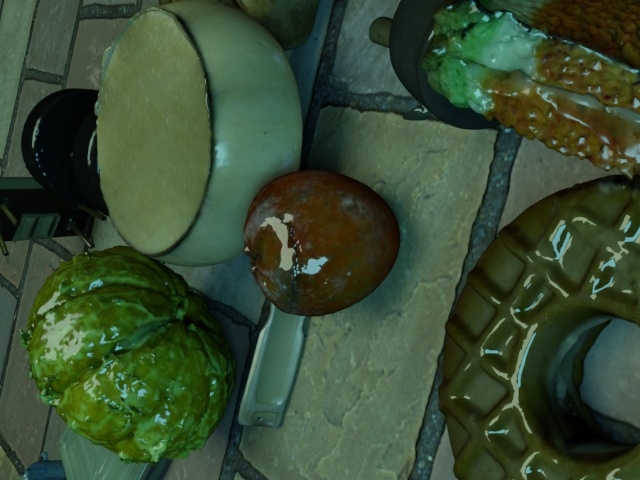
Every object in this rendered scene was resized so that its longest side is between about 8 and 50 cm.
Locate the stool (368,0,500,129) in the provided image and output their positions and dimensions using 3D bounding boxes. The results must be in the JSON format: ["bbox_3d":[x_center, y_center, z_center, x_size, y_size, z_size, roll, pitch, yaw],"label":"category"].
[{"bbox_3d":[0.158,-0.209,0.772,0.228,0.153,0.139,-28,44,-5],"label":"stool"}]

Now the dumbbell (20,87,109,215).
[{"bbox_3d":[-0.342,-0.144,1.331,0.322,0.204,0.203,16,95,52],"label":"dumbbell"}]

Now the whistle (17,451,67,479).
[{"bbox_3d":[-0.480,0.509,1.464,0.180,0.093,0.269,-43,57,38],"label":"whistle"}]

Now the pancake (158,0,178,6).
[{"bbox_3d":[-0.192,-0.468,1.334,0.250,0.031,0.250,-11,75,44],"label":"pancake"}]

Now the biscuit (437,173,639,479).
[{"bbox_3d":[0.226,0.108,0.628,0.332,0.103,0.332,-15,70,51],"label":"biscuit"}]

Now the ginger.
[{"bbox_3d":[-0.117,-0.371,1.114,0.304,0.155,0.244,-3,119,44],"label":"ginger"}]

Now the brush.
[{"bbox_3d":[-0.043,0.078,1.018,0.050,0.060,0.321,27,103,64],"label":"brush"}]

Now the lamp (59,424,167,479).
[{"bbox_3d":[-0.351,0.348,1.359,0.266,0.047,0.269,-60,42,22],"label":"lamp"}]

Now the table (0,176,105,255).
[{"bbox_3d":[-0.522,-0.041,1.526,0.111,0.240,0.121,42,118,26],"label":"table"}]

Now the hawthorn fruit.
[{"bbox_3d":[0.000,0.000,0.901,0.173,0.173,0.172,-15,70,50],"label":"hawthorn fruit"}]

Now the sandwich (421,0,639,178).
[{"bbox_3d":[0.216,-0.144,0.616,0.212,0.292,0.109,37,139,8],"label":"sandwich"}]

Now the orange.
[{"bbox_3d":[-0.249,0.159,1.082,0.223,0.300,0.301,-40,84,16],"label":"orange"}]

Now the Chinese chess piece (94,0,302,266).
[{"bbox_3d":[-0.167,-0.134,1.044,0.338,0.141,0.338,6,98,52],"label":"Chinese chess piece"}]
